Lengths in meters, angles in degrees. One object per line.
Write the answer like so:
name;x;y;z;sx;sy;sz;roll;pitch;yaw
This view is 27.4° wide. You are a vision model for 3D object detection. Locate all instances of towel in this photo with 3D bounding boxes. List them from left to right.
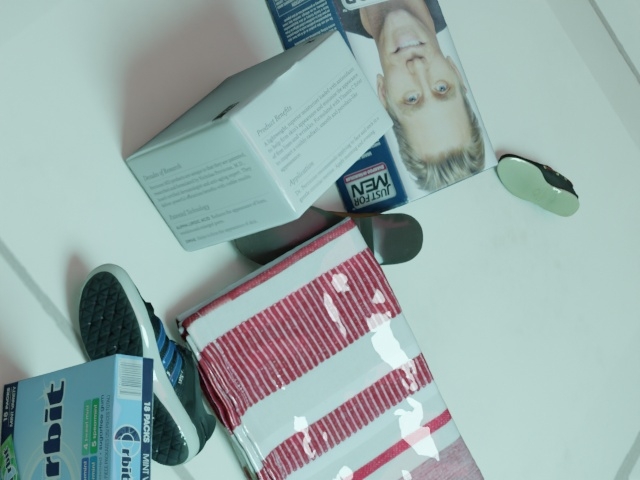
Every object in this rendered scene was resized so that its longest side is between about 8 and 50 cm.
towel;0.018;0.171;1.347;0.237;0.037;0.329;-31;100;-27

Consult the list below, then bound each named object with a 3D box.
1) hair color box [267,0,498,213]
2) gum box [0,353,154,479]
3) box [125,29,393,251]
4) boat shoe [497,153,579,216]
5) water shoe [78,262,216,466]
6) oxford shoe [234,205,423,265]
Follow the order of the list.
hair color box;0.061;-0.215;1.497;0.174;0.105;0.347;-24;94;-42
gum box;-0.207;0.186;1.091;0.041;0.184;0.157;12;70;-39
box;-0.060;-0.098;1.305;0.181;0.182;0.119;-45;110;-39
boat shoe;0.278;-0.076;1.692;0.133;0.049;0.042;27;33;-25
water shoe;-0.165;0.113;1.242;0.080;0.073;0.203;-35;106;-64
oxford shoe;0.000;0.000;1.412;0.212;0.076;0.076;3;91;-25
